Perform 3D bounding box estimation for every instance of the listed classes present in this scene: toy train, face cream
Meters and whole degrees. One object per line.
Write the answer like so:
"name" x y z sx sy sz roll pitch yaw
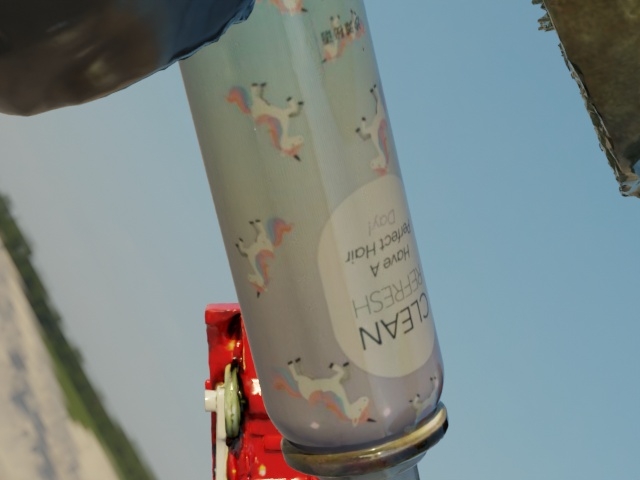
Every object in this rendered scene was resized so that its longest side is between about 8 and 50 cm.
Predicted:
"toy train" -0.024 0.128 1.132 0.131 0.082 0.204 -87 177 -77
"face cream" 0.000 0.000 0.745 0.075 0.075 0.229 -141 -145 -69

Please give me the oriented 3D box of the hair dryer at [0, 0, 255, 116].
"hair dryer" -0.165 -0.074 0.221 0.120 0.359 0.304 2 -47 45

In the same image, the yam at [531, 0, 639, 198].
"yam" 0.151 -0.142 0.616 0.154 0.254 0.154 42 25 -25
